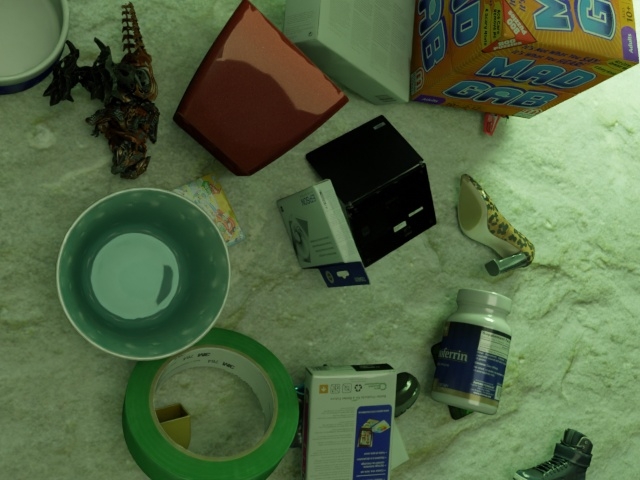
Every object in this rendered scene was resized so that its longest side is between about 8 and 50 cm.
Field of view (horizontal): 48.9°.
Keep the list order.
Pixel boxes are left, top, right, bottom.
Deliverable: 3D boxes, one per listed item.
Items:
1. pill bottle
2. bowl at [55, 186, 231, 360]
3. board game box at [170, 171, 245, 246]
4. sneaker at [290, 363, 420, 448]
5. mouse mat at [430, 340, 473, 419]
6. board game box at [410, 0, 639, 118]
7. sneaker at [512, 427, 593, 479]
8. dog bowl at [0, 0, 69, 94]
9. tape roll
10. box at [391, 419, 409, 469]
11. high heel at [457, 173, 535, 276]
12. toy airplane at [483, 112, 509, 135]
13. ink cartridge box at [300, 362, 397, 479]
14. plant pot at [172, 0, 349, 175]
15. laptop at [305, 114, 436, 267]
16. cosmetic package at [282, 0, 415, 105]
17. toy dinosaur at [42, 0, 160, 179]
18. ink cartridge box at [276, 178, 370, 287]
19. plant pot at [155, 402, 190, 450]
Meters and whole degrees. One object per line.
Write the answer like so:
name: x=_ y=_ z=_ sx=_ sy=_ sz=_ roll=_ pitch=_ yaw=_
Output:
pill bottle: x=0.351 y=0.251 z=1.609 sx=0.153 sy=0.153 sz=0.265 roll=19 pitch=77 yaw=-21
bowl: x=-0.338 y=0.064 z=1.328 sx=0.311 sy=0.163 sz=0.311 roll=2 pitch=84 yaw=-22
board game box: x=-0.234 y=-0.051 z=1.457 sx=0.103 sy=0.026 sz=0.154 roll=-28 pitch=96 yaw=-23
sneaker: x=0.060 y=0.327 z=1.496 sx=0.341 sy=0.125 sz=0.140 roll=-13 pitch=91 yaw=-24
mouse mat: x=0.350 y=0.317 z=1.689 sx=0.152 sy=0.007 sz=0.190 roll=-19 pitch=94 yaw=-24
board game box: x=0.436 y=-0.520 z=1.596 sx=0.356 sy=0.356 sz=0.356 roll=3 pitch=79 yaw=-23
sneaker: x=0.570 y=0.533 z=1.711 sx=0.226 sy=0.086 sz=0.163 roll=18 pitch=89 yaw=-31
dog bowl: x=-0.602 y=-0.406 z=1.289 sx=0.265 sy=0.104 sz=0.265 roll=2 pitch=85 yaw=-24
tape roll: x=-0.204 y=0.315 z=1.319 sx=0.321 sy=0.077 sz=0.321 roll=11 pitch=47 yaw=-12
box: x=0.118 y=0.439 z=1.524 sx=0.087 sy=0.101 sz=0.102 roll=-24 pitch=97 yaw=-24
high heel: x=0.434 y=-0.049 z=1.733 sx=0.186 sy=0.093 sz=0.261 roll=-14 pitch=82 yaw=-42
toy airplane: x=0.412 y=-0.336 z=1.763 sx=0.151 sy=0.028 sz=0.151 roll=3 pitch=82 yaw=-24
ink cartridge box: x=0.052 y=0.433 z=1.408 sx=0.176 sy=0.069 sz=0.371 roll=1 pitch=95 yaw=-16
plant pot: x=-0.147 y=-0.273 z=1.403 sx=0.267 sy=0.267 sz=0.236 roll=42 pitch=83 yaw=-15
laptop: x=0.122 y=-0.114 z=1.626 sx=0.234 sy=0.136 sz=0.264 roll=-30 pitch=123 yaw=-22
cosmetic package: x=0.075 y=-0.483 z=1.499 sx=0.377 sy=0.097 sz=0.284 roll=16 pitch=78 yaw=-54
toy dinosaur: x=-0.391 y=-0.287 z=1.355 sx=0.218 sy=0.164 sz=0.322 roll=9 pitch=62 yaw=-61
ink cartridge box: x=0.000 y=0.000 z=1.448 sx=0.045 sy=0.223 sz=0.224 roll=-24 pitch=93 yaw=-23
plant pot: x=-0.296 y=0.375 z=1.365 sx=0.081 sy=0.081 sz=0.083 roll=-9 pitch=100 yaw=-24
